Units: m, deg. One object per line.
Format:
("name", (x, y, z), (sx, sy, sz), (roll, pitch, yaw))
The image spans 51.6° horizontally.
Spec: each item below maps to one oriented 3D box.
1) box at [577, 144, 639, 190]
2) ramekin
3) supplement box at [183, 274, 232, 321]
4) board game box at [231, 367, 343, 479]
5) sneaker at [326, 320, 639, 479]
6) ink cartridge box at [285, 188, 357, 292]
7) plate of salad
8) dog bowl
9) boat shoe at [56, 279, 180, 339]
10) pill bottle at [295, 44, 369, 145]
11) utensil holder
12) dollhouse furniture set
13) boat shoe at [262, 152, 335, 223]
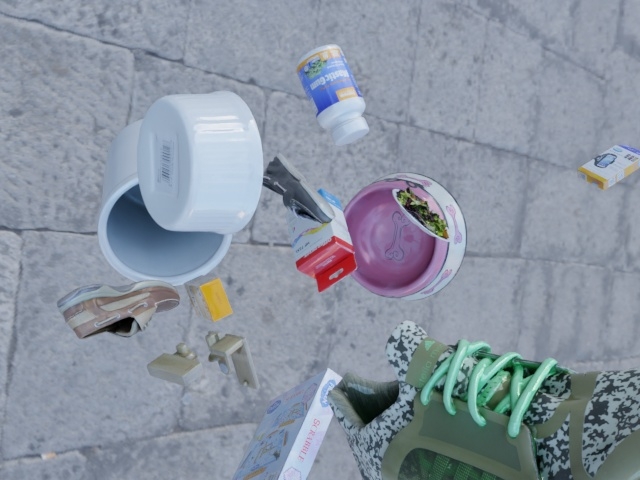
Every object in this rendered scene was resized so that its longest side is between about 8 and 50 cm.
("box", (0.674, -0.173, 1.526), (0.136, 0.081, 0.028), (-29, 129, -12))
("ramekin", (-0.237, -0.144, 1.248), (0.135, 0.277, 0.278), (-7, 102, -39))
("supplement box", (-0.181, 0.092, 1.059), (0.036, 0.098, 0.062), (-25, 100, -24))
("board game box", (-0.093, 0.498, 1.617), (0.065, 0.318, 0.318), (37, 51, -11))
("sneaker", (0.127, 0.145, 0.552), (0.182, 0.410, 0.158), (52, 48, 0))
("ink cartridge box", (0.000, 0.000, 1.676), (0.078, 0.134, 0.231), (30, 34, -42))
("plate of salad", (0.267, -0.072, 1.687), (0.199, 0.200, 0.048), (17, 121, -44))
("dog bowl", (0.232, -0.008, 2.037), (0.150, 0.407, 0.409), (-6, 101, -60))
("boat shoe", (-0.446, 0.167, 1.513), (0.324, 0.123, 0.117), (-2, 63, -56))
("pill bottle", (0.043, -0.428, 1.974), (0.152, 0.152, 0.272), (-17, 81, -40))
("utensil holder", (-0.421, -0.120, 1.764), (0.327, 0.385, 0.328), (-8, 124, -12))
("dollhouse furniture set", (-0.237, 0.279, 1.354), (0.151, 0.144, 0.123), (-35, 120, -44))
("boat shoe", (-0.062, -0.105, 1.601), (0.095, 0.335, 0.112), (-46, 125, 6))
